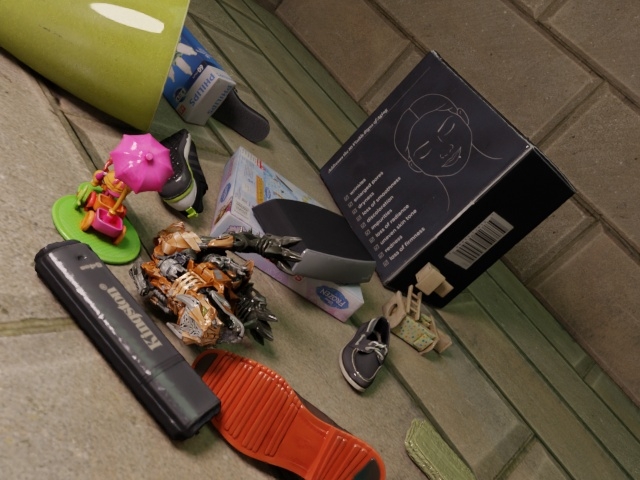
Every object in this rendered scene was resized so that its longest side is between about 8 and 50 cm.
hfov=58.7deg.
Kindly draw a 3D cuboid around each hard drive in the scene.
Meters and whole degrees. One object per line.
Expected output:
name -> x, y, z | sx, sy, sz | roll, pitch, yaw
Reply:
hard drive -> 0.000, 0.000, 1.074 | 0.254, 0.054, 0.172 | 12, 39, -53

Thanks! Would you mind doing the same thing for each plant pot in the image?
plant pot -> -0.407, -0.368, 0.991 | 0.293, 0.275, 0.275 | 17, 30, -22

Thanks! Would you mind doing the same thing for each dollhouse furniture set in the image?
dollhouse furniture set -> 0.260, 0.171, 1.254 | 0.181, 0.161, 0.101 | 36, 22, -17

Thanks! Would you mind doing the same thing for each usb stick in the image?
usb stick -> -0.222, 0.109, 0.654 | 0.278, 0.045, 0.077 | 47, 31, 10

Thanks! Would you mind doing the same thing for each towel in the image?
towel -> 0.198, 0.371, 0.947 | 0.148, 0.027, 0.110 | 46, 20, 11

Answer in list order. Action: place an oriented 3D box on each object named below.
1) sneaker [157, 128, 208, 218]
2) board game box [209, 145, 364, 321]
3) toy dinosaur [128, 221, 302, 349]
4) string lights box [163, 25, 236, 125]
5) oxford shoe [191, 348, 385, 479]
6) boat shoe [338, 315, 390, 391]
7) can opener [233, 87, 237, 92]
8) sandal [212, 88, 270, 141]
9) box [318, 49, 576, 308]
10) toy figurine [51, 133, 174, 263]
sneaker -> -0.252, -0.114, 1.027 | 0.097, 0.084, 0.235 | 58, 9, -37
board game box -> -0.064, -0.023, 1.170 | 0.318, 0.066, 0.319 | 35, 23, -21
toy dinosaur -> -0.156, 0.037, 0.787 | 0.218, 0.164, 0.322 | 10, 40, -31
string lights box -> -0.329, -0.409, 1.338 | 0.260, 0.133, 0.076 | 49, 20, 16
oxford shoe -> -0.049, 0.233, 0.715 | 0.271, 0.097, 0.098 | 37, -13, 2
boat shoe -> 0.087, 0.195, 1.028 | 0.075, 0.065, 0.206 | 43, 21, -2
can opener -> -0.260, -0.394, 1.557 | 0.073, 0.059, 0.186 | 13, 14, -3
sandal -> -0.237, -0.347, 1.456 | 0.254, 0.097, 0.055 | 42, 18, -36
box -> 0.313, -0.162, 1.547 | 0.297, 0.480, 0.472 | 25, 28, -44
toy figurine -> -0.266, -0.081, 0.783 | 0.130, 0.159, 0.173 | 30, 24, -32
